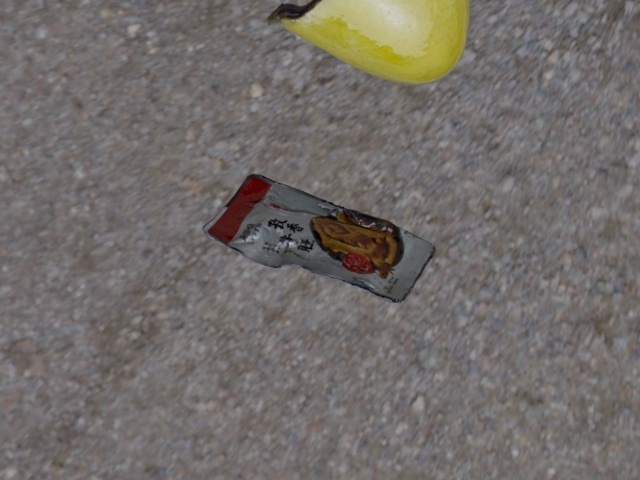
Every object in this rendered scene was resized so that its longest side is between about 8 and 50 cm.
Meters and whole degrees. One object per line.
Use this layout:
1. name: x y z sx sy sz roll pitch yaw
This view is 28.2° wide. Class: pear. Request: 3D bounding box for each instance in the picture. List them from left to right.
1. pear: 0.093 -0.262 1.444 0.267 0.267 0.178 -36 98 23

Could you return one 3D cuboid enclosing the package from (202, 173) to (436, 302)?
1. package: 0.000 0.000 1.423 0.239 0.154 0.030 19 122 12
